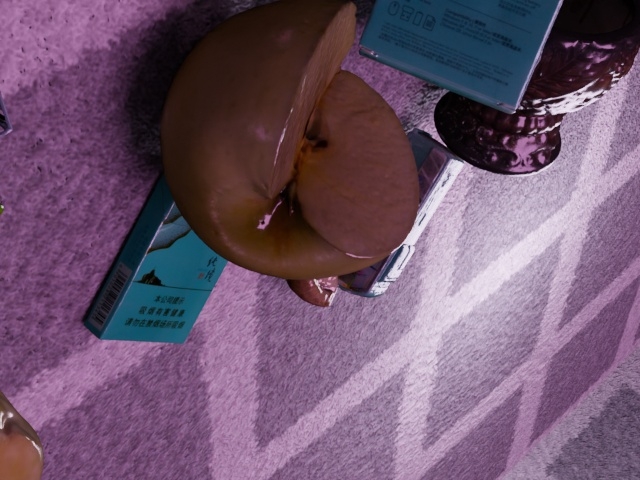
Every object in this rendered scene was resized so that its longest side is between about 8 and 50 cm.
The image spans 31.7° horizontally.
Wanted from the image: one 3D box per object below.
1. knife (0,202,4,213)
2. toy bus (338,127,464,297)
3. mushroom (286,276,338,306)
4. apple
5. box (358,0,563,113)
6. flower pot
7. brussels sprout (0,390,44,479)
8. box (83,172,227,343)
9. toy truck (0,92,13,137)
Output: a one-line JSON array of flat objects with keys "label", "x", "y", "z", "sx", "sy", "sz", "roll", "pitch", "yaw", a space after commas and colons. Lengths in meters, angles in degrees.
[{"label": "knife", "x": -0.365, "y": 0.027, "z": 1.099, "sx": 0.166, "sy": 0.022, "sz": 0.078, "roll": -56, "pitch": 158, "yaw": 6}, {"label": "toy bus", "x": 0.101, "y": -0.037, "z": 1.646, "sx": 0.261, "sy": 0.109, "sz": 0.091, "roll": -60, "pitch": 157, "yaw": 11}, {"label": "mushroom", "x": -0.001, "y": -0.002, "z": 1.559, "sx": 0.094, "sy": 0.072, "sz": 0.209, "roll": -21, "pitch": 134, "yaw": -48}, {"label": "apple", "x": -0.044, "y": -0.107, "z": 1.213, "sx": 0.295, "sy": 0.233, "sz": 0.257, "roll": 54, "pitch": 35, "yaw": -43}, {"label": "box", "x": 0.191, "y": -0.327, "z": 1.310, "sx": 0.118, "sy": 0.205, "sz": 0.311, "roll": -78, "pitch": -171, "yaw": -80}, {"label": "flower pot", "x": 0.281, "y": -0.246, "z": 1.551, "sx": 0.266, "sy": 0.266, "sz": 0.267, "roll": -30, "pitch": 152, "yaw": -37}, {"label": "brussels sprout", "x": -0.406, "y": 0.206, "z": 1.002, "sx": 0.227, "sy": 0.294, "sz": 0.259, "roll": -56, "pitch": 145, "yaw": -64}, {"label": "box", "x": -0.173, "y": 0.019, "z": 1.357, "sx": 0.161, "sy": 0.042, "sz": 0.226, "roll": 12, "pitch": 111, "yaw": -60}, {"label": "toy truck", "x": -0.354, "y": -0.090, "z": 0.899, "sx": 0.178, "sy": 0.115, "sz": 0.080, "roll": -37, "pitch": 147, "yaw": -26}]
